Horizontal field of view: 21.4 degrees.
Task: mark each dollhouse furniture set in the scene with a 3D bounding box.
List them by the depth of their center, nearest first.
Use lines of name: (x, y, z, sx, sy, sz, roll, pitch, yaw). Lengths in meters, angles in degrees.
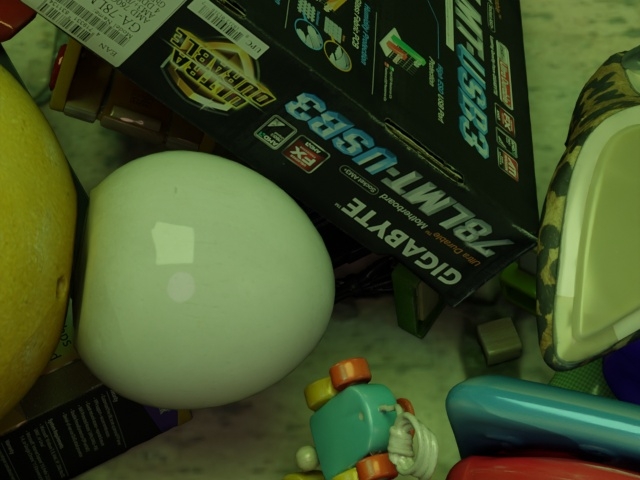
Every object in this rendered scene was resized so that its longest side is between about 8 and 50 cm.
dollhouse furniture set: (0.113, 0.048, 0.871, 0.152, 0.058, 0.076, 28, 63, 21)

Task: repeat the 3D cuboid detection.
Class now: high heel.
high heel: (0.142, -0.011, 0.836, 0.093, 0.186, 0.261, 36, 59, -3)

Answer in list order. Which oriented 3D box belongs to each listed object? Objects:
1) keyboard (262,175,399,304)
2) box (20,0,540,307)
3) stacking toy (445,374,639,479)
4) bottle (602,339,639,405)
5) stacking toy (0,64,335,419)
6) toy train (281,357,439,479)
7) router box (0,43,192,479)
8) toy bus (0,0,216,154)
keyboard: (0.000, 0.000, 0.934, 0.180, 0.023, 0.108, -27, 53, -12)
box: (-0.015, -0.153, 0.860, 0.073, 0.293, 0.295, -36, 32, 31)
stacking toy: (0.103, 0.222, 0.719, 0.166, 0.175, 0.302, 13, 70, 14)
bottle: (0.264, -0.002, 0.866, 0.118, 0.092, 0.283, 42, 63, 6)
stacking toy: (-0.231, -0.003, 0.740, 0.480, 0.350, 0.350, 7, 56, -13)
toy train: (0.026, 0.138, 0.789, 0.046, 0.166, 0.125, -2, 26, -33)
router box: (-0.245, 0.015, 0.905, 0.243, 0.081, 0.309, -26, 59, -13)
toy bus: (-0.081, -0.138, 0.934, 0.191, 0.104, 0.202, -17, 52, -43)
